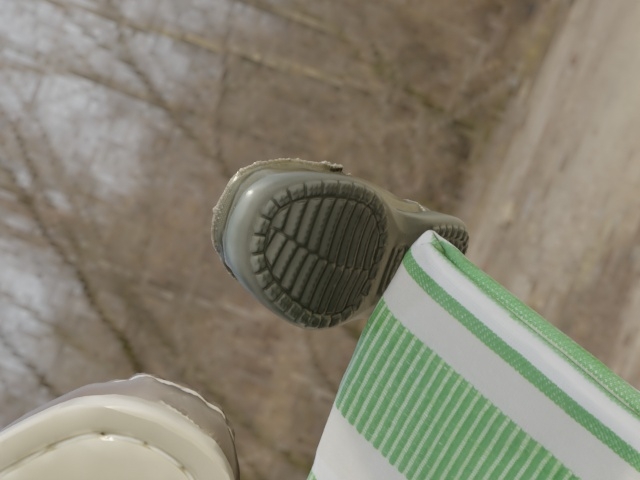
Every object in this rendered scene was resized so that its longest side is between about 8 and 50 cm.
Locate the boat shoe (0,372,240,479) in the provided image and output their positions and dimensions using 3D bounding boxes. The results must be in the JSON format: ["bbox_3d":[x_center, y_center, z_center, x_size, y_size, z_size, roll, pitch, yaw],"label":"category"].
[{"bbox_3d":[-0.119,0.159,0.666,0.324,0.116,0.097,-57,0,27],"label":"boat shoe"}]

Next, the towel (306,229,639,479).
[{"bbox_3d":[0.078,0.187,1.053,0.038,0.248,0.325,-8,-54,-41],"label":"towel"}]

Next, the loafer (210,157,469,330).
[{"bbox_3d":[0.000,0.000,1.137,0.251,0.087,0.094,17,-83,-61],"label":"loafer"}]
